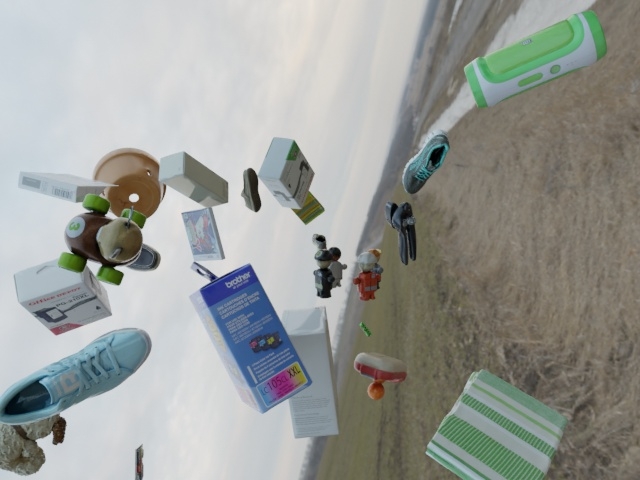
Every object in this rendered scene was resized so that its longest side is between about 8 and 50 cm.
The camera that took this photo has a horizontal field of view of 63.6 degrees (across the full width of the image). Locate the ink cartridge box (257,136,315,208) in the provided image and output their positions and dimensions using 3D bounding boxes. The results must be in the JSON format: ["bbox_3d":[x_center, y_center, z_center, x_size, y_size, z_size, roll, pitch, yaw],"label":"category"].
[{"bbox_3d":[-0.108,-0.218,1.712,0.208,0.086,0.153,52,-127,-59],"label":"ink cartridge box"}]

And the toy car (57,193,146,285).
[{"bbox_3d":[-0.403,-0.006,0.988,0.188,0.148,0.155,-10,60,58],"label":"toy car"}]

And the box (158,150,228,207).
[{"bbox_3d":[-0.451,-0.214,1.867,0.275,0.113,0.094,38,-136,-61],"label":"box"}]

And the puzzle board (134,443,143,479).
[{"bbox_3d":[-0.600,0.749,1.711,0.096,0.011,0.128,121,147,-77],"label":"puzzle board"}]

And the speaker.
[{"bbox_3d":[0.503,-0.425,1.228,0.131,0.296,0.131,49,-150,-42],"label":"speaker"}]

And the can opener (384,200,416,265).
[{"bbox_3d":[0.206,-0.017,1.240,0.073,0.059,0.186,53,168,52],"label":"can opener"}]

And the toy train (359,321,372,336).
[{"bbox_3d":[0.199,0.394,2.279,0.024,0.083,0.017,-48,26,-26],"label":"toy train"}]

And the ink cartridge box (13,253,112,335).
[{"bbox_3d":[-0.719,0.156,1.457,0.237,0.171,0.100,91,155,-59],"label":"ink cartridge box"}]

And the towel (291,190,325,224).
[{"bbox_3d":[-0.088,-0.165,1.975,0.102,0.237,0.021,-40,30,6],"label":"towel"}]

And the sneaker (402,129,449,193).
[{"bbox_3d":[0.245,-0.176,1.199,0.076,0.064,0.167,-89,23,-62],"label":"sneaker"}]

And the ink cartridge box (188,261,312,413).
[{"bbox_3d":[-0.206,0.221,1.334,0.396,0.151,0.270,64,158,1],"label":"ink cartridge box"}]

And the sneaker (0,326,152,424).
[{"bbox_3d":[-0.571,0.329,1.210,0.135,0.365,0.150,62,168,-6],"label":"sneaker"}]

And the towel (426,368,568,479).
[{"bbox_3d":[0.419,0.456,1.214,0.324,0.247,0.038,-32,-38,-46],"label":"towel"}]

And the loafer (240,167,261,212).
[{"bbox_3d":[-0.215,-0.150,1.549,0.056,0.050,0.148,-55,-33,-51],"label":"loafer"}]

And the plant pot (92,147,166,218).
[{"bbox_3d":[-0.754,-0.203,2.066,0.203,0.290,0.291,47,131,54],"label":"plant pot"}]

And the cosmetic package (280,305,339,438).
[{"bbox_3d":[-0.031,0.418,1.659,0.197,0.155,0.366,-85,-13,-74],"label":"cosmetic package"}]

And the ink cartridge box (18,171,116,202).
[{"bbox_3d":[-0.739,-0.159,1.530,0.224,0.180,0.056,-32,-44,-82],"label":"ink cartridge box"}]

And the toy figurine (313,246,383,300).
[{"bbox_3d":[0.090,0.091,1.614,0.209,0.212,0.148,-29,-60,-72],"label":"toy figurine"}]

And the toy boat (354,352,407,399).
[{"bbox_3d":[0.206,0.479,1.801,0.231,0.150,0.151,21,-98,-58],"label":"toy boat"}]

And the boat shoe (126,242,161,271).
[{"bbox_3d":[-0.688,0.035,1.775,0.092,0.285,0.103,36,-105,-75],"label":"boat shoe"}]

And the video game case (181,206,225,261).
[{"bbox_3d":[-0.450,-0.020,1.972,0.023,0.183,0.202,-23,-77,-47],"label":"video game case"}]

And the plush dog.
[{"bbox_3d":[-0.898,0.558,1.548,0.225,0.262,0.210,-41,-4,-14],"label":"plush dog"}]

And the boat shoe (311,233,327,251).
[{"bbox_3d":[0.000,0.000,2.039,0.152,0.056,0.049,-123,36,-63],"label":"boat shoe"}]
